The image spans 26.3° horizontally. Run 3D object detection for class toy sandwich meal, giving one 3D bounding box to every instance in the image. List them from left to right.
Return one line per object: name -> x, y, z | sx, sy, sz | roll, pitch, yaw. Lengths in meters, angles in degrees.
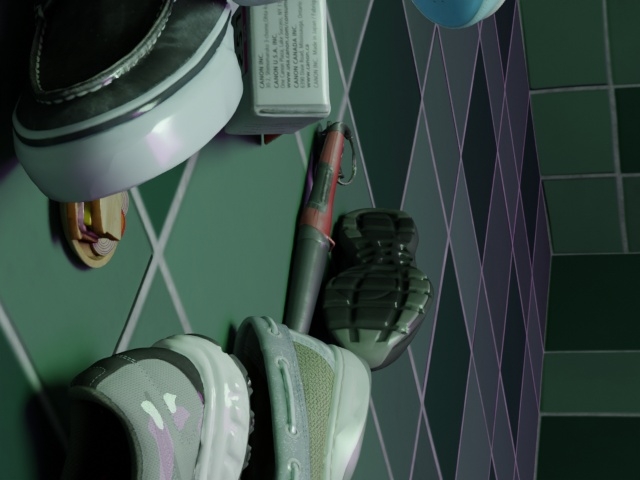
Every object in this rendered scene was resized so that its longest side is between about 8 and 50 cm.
toy sandwich meal -> -0.126, -0.023, 0.799 | 0.085, 0.029, 0.085 | -2, 90, -75

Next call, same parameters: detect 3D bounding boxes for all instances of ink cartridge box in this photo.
ink cartridge box -> -0.049, -0.215, 1.022 | 0.239, 0.060, 0.275 | 173, -84, -76

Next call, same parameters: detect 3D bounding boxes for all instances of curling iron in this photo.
curling iron -> 0.000, 0.000, 1.242 | 0.068, 0.035, 0.274 | 70, 23, -48

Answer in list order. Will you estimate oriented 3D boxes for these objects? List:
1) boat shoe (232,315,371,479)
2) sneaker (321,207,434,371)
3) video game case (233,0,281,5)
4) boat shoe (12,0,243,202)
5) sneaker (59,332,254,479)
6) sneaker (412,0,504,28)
boat shoe -> -0.042, 0.197, 0.965 | 0.118, 0.103, 0.320 | -41, -154, 47
sneaker -> 0.057, 0.063, 1.298 | 0.267, 0.101, 0.106 | -74, 167, -64
video game case -> -0.072, -0.278, 0.581 | 0.329, 0.036, 0.299 | 10, 75, -80
boat shoe -> -0.111, -0.141, 0.754 | 0.335, 0.121, 0.119 | -88, 161, -58
sneaker -> -0.106, 0.189, 0.762 | 0.108, 0.100, 0.271 | -2, 94, -50
sneaker -> 0.034, -0.203, 0.864 | 0.208, 0.127, 0.319 | -60, 150, -25
